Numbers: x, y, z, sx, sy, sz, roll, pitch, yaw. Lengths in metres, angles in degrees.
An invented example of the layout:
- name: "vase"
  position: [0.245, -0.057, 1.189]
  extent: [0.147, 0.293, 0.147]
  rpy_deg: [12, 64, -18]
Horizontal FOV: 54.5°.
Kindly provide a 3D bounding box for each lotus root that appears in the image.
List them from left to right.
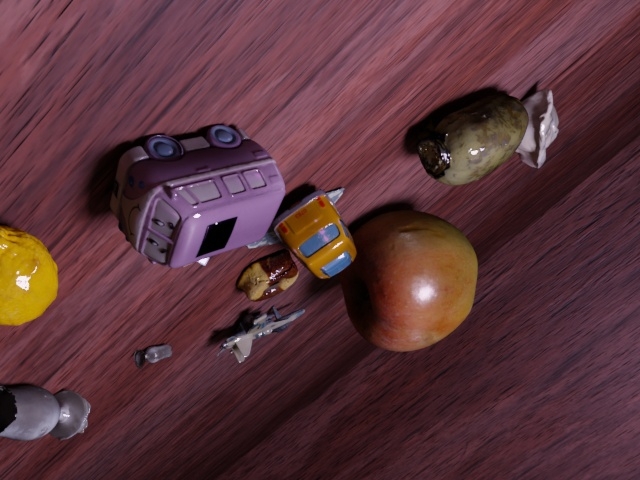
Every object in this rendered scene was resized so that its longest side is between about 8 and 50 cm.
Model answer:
- name: "lotus root"
  position: [0.331, -0.219, 1.285]
  extent: [0.309, 0.173, 0.173]
  rpy_deg: [-32, 160, -31]

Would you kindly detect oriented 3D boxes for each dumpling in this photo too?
- name: "dumpling"
  position: [0.512, -0.259, 1.491]
  extent: [0.124, 0.151, 0.229]
  rpy_deg: [-7, 158, -1]

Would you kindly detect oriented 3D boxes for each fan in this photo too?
- name: "fan"
  position: [-0.053, -0.040, 1.252]
  extent: [0.240, 0.009, 0.131]
  rpy_deg: [-30, 159, -17]

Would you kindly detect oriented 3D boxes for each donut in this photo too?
- name: "donut"
  position: [-0.112, 0.081, 1.361]
  extent: [0.140, 0.059, 0.140]
  rpy_deg: [-30, 161, -11]

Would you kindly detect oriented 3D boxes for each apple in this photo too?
- name: "apple"
  position: [0.217, 0.094, 1.500]
  extent: [0.305, 0.338, 0.338]
  rpy_deg: [-11, 150, -24]

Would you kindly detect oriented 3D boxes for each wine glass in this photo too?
- name: "wine glass"
  position: [-0.528, 0.319, 1.143]
  extent: [0.103, 0.103, 0.222]
  rpy_deg: [-36, 160, 0]
- name: "wine glass"
  position: [-0.362, 0.250, 1.350]
  extent: [0.039, 0.042, 0.083]
  rpy_deg: [-14, 175, 32]

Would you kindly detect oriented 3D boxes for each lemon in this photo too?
- name: "lemon"
  position: [-0.381, 0.041, 0.754]
  extent: [0.114, 0.114, 0.155]
  rpy_deg: [-28, 154, -22]

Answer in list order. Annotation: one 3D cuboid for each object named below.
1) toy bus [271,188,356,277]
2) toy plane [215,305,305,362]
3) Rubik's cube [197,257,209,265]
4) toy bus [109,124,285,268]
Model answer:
- name: "toy bus"
  position: [0.000, 0.000, 1.216]
  extent: [0.126, 0.136, 0.209]
  rpy_deg: [-35, 163, 0]
- name: "toy plane"
  position: [-0.147, 0.214, 1.572]
  extent: [0.262, 0.088, 0.192]
  rpy_deg: [-32, 168, -41]
- name: "Rubik's cube"
  position: [-0.203, -0.003, 0.996]
  extent: [0.075, 0.084, 0.073]
  rpy_deg: [-42, 171, -35]
- name: "toy bus"
  position: [-0.165, -0.058, 0.840]
  extent: [0.202, 0.142, 0.142]
  rpy_deg: [-20, 154, -39]
